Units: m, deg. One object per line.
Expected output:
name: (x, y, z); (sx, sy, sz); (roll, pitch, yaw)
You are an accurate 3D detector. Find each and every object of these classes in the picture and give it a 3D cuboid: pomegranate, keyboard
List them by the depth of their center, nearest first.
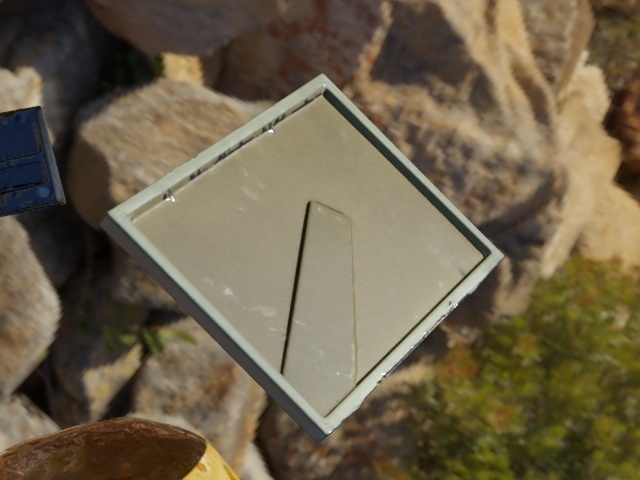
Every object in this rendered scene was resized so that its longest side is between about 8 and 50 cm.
keyboard: (-0.252, -0.033, 0.942); (0.010, 0.198, 0.064); (-44, 123, -73)
pomegranate: (-0.141, 0.221, 1.015); (0.215, 0.215, 0.215); (-20, 124, -32)

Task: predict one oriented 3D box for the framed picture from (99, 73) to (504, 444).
framed picture: (0.000, 0.000, 0.975); (0.016, 0.184, 0.250); (-49, 175, 40)
